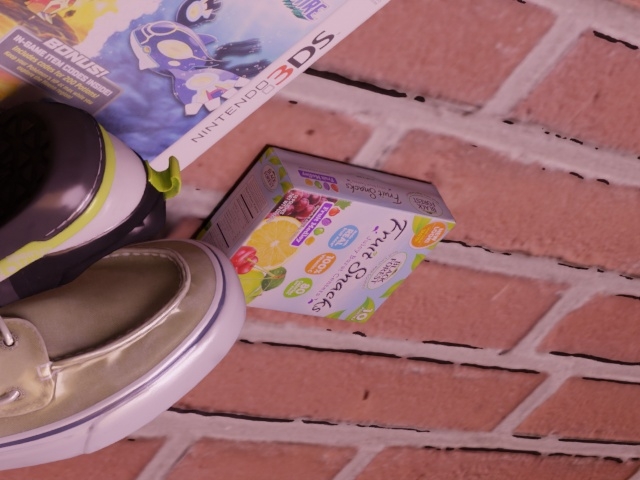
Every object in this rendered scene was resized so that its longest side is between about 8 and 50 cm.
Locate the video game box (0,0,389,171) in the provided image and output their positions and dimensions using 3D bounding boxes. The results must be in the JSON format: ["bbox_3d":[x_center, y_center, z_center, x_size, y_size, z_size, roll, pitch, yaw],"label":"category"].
[{"bbox_3d":[-0.083,-0.119,0.698,0.187,0.048,0.205,-40,144,16],"label":"video game box"}]

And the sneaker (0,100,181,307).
[{"bbox_3d":[-0.167,0.013,0.741,0.235,0.084,0.097,-23,151,30],"label":"sneaker"}]

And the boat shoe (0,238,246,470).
[{"bbox_3d":[-0.189,0.070,0.827,0.302,0.109,0.094,-23,144,-1],"label":"boat shoe"}]

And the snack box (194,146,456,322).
[{"bbox_3d":[0.000,0.000,0.920,0.141,0.037,0.100,11,132,-43],"label":"snack box"}]
